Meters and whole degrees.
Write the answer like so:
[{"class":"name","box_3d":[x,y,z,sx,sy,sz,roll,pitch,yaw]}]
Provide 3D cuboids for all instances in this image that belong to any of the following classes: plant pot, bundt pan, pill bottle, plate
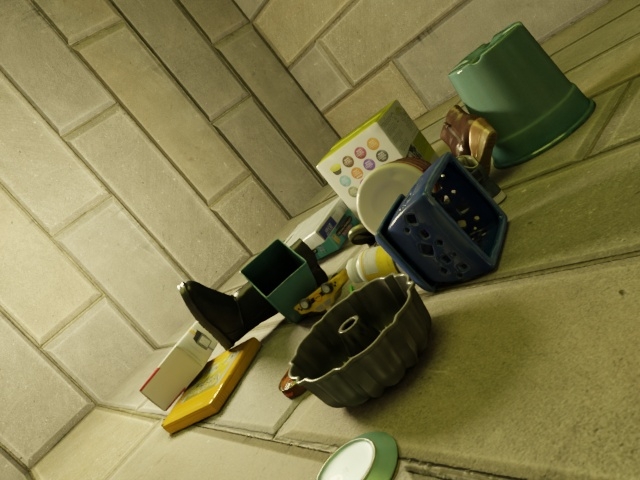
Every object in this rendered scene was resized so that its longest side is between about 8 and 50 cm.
[{"class":"plant pot","box_3d":[0.277,-0.031,1.273,0.212,0.236,0.236,-37,11,41]},{"class":"bundt pan","box_3d":[0.094,0.220,1.128,0.331,0.124,0.331,-37,12,9]},{"class":"plant pot","box_3d":[-0.111,0.151,1.739,0.165,0.234,0.166,-42,47,-12]},{"class":"pill bottle","box_3d":[0.167,0.066,1.487,0.184,0.103,0.103,-17,23,39]},{"class":"plate","box_3d":[0.046,0.386,0.888,0.188,0.024,0.188,-37,12,9]},{"class":"plant pot","box_3d":[0.590,-0.455,1.648,0.341,0.334,0.341,-39,10,8]},{"class":"pill bottle","box_3d":[0.262,-0.140,1.642,0.224,0.224,0.392,-35,0,22]}]

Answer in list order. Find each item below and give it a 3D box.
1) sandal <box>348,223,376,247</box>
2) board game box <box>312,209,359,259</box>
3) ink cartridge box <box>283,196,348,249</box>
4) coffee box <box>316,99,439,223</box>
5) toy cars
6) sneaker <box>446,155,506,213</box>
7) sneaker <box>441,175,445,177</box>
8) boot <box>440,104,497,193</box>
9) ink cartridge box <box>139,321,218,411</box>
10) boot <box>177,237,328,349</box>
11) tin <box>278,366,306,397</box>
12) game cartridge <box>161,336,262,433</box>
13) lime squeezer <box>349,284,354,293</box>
[{"class":"sandal","box_3d":[0.174,-0.037,1.755,0.120,0.086,0.303,-34,-20,18]},{"class":"board game box","box_3d":[0.000,0.000,2.420,0.336,0.079,0.253,-30,15,42]},{"class":"ink cartridge box","box_3d":[-0.042,-0.033,2.313,0.330,0.071,0.324,-34,14,40]},{"class":"coffee box","box_3d":[0.250,-0.332,2.257,0.338,0.334,0.338,-32,14,34]},{"class":"toy cars","box_3d":[0.098,0.113,1.651,0.394,0.087,0.176,-37,-1,-14]},{"class":"sneaker","box_3d":[0.396,-0.152,1.528,0.086,0.163,0.226,-48,13,-31]},{"class":"sneaker","box_3d":[0.437,-0.207,1.808,0.086,0.085,0.237,-36,9,-7]},{"class":"boot","box_3d":[0.437,-0.272,1.652,0.207,0.090,0.248,55,137,49]},{"class":"ink cartridge box","box_3d":[-0.509,0.454,1.982,0.226,0.131,0.306,-51,5,7]},{"class":"boot","box_3d":[-0.218,0.144,1.832,0.445,0.367,0.146,-33,52,-6]},{"class":"tin","box_3d":[-0.035,0.324,1.370,0.106,0.040,0.189,-33,12,46]},{"class":"game cartridge","box_3d":[-0.362,0.478,1.776,0.285,0.052,0.323,-33,11,31]},{"class":"lime squeezer","box_3d":[0.121,0.155,1.409,0.310,0.059,0.109,-18,54,66]}]
